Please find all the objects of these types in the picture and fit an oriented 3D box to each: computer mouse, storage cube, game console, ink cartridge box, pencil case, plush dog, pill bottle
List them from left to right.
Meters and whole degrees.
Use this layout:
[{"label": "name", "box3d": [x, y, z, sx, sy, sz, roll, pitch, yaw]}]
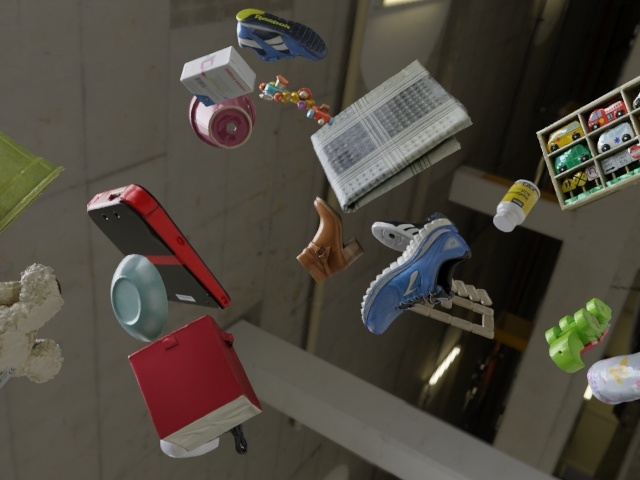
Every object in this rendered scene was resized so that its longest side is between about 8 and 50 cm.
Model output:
[{"label": "plush dog", "box3d": [-0.634, 0.152, 1.303, 0.211, 0.225, 0.262, -21, -48, -44]}, {"label": "game console", "box3d": [-0.393, 0.021, 1.620, 0.060, 0.387, 0.342, -48, -67, -24]}, {"label": "storage cube", "box3d": [-0.257, 0.303, 1.429, 0.215, 0.193, 0.183, -27, -26, -5]}, {"label": "computer mouse", "box3d": [-0.268, 0.455, 1.538, 0.042, 0.193, 0.105, -115, 12, -76]}, {"label": "ink cartridge box", "box3d": [-0.206, -0.331, 1.379, 0.088, 0.123, 0.052, 45, -137, -47]}, {"label": "pill bottle", "box3d": [0.427, -0.074, 1.484, 0.116, 0.065, 0.065, -49, -29, -27]}, {"label": "pencil case", "box3d": [0.755, 0.319, 1.593, 0.273, 0.124, 0.113, 131, 152, -67]}]

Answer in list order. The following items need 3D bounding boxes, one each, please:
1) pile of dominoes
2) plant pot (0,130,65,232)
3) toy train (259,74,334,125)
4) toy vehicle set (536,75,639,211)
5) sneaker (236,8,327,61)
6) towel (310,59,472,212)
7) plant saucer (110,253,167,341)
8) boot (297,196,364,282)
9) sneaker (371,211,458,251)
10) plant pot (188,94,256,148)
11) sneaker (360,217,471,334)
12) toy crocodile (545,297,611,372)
[{"label": "pile of dominoes", "box3d": [0.345, 0.171, 1.836, 0.196, 0.251, 0.040, -67, -4, -54]}, {"label": "plant pot", "box3d": [-0.763, -0.151, 1.505, 0.254, 0.276, 0.276, 45, -118, -18]}, {"label": "toy train", "box3d": [-0.047, -0.304, 1.449, 0.046, 0.166, 0.125, -63, 19, 20]}, {"label": "toy vehicle set", "box3d": [0.530, -0.177, 1.209, 0.035, 0.267, 0.165, 2, -112, -41]}, {"label": "sneaker", "box3d": [-0.059, -0.297, 1.017, 0.053, 0.144, 0.059, -64, -6, -47]}, {"label": "towel", "box3d": [0.147, -0.231, 1.479, 0.324, 0.312, 0.056, -34, -51, 10]}, {"label": "plant saucer", "box3d": [-0.405, 0.128, 1.466, 0.037, 0.195, 0.194, -9, -61, -49]}, {"label": "boot", "box3d": [0.000, 0.000, 1.745, 0.152, 0.197, 0.073, -34, -2, 9]}, {"label": "sneaker", "box3d": [0.254, -0.030, 1.782, 0.121, 0.217, 0.079, -58, -23, -35]}, {"label": "plant pot", "box3d": [-0.283, -0.359, 2.019, 0.202, 0.180, 0.201, -7, -65, -14]}, {"label": "sneaker", "box3d": [0.225, 0.109, 1.594, 0.330, 0.147, 0.130, -52, -27, 21]}, {"label": "toy crocodile", "box3d": [0.645, 0.224, 1.658, 0.115, 0.105, 0.341, -43, -16, 31]}]
